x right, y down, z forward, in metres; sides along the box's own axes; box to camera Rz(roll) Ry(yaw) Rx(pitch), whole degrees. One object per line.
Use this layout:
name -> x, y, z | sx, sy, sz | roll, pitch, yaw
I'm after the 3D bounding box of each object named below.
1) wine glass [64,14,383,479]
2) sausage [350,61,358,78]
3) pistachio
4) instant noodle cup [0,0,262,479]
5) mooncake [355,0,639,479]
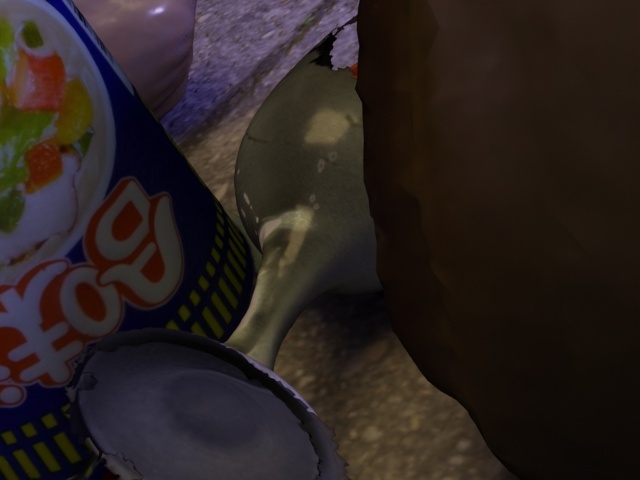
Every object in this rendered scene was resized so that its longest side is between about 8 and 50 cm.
wine glass -> 0.000, 0.000, 0.678 | 0.143, 0.143, 0.321 | -4, 38, 29
sausage -> 0.041, -0.105, 0.874 | 0.145, 0.048, 0.050 | -36, 21, -20
pistachio -> -0.183, -0.136, 0.975 | 0.223, 0.152, 0.126 | -39, 34, 16
instant noodle cup -> -0.210, -0.046, 0.716 | 0.284, 0.312, 0.284 | -17, 35, 13
mooncake -> 0.171, -0.088, 0.606 | 0.246, 0.393, 0.394 | -7, -2, 24
